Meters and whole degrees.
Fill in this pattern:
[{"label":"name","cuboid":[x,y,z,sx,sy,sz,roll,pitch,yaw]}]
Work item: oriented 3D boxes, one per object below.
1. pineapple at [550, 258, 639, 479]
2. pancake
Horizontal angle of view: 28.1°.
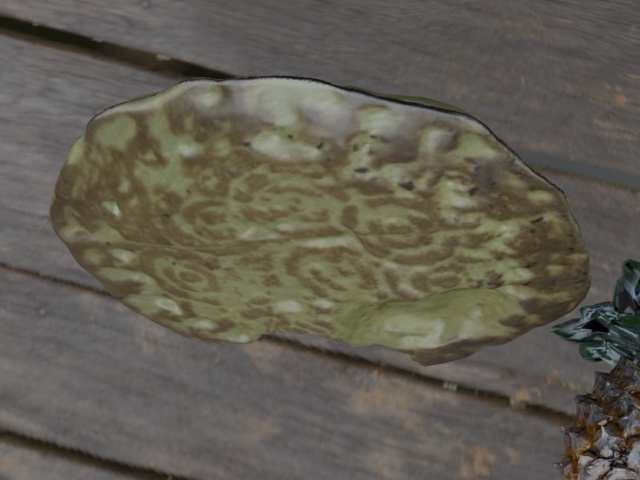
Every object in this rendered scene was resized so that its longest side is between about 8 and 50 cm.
[{"label":"pineapple","cuboid":[0.170,0.091,0.686,0.103,0.221,0.083,-29,105,30]},{"label":"pancake","cuboid":[0.000,0.000,0.549,0.235,0.212,0.029,12,58,-4]}]
